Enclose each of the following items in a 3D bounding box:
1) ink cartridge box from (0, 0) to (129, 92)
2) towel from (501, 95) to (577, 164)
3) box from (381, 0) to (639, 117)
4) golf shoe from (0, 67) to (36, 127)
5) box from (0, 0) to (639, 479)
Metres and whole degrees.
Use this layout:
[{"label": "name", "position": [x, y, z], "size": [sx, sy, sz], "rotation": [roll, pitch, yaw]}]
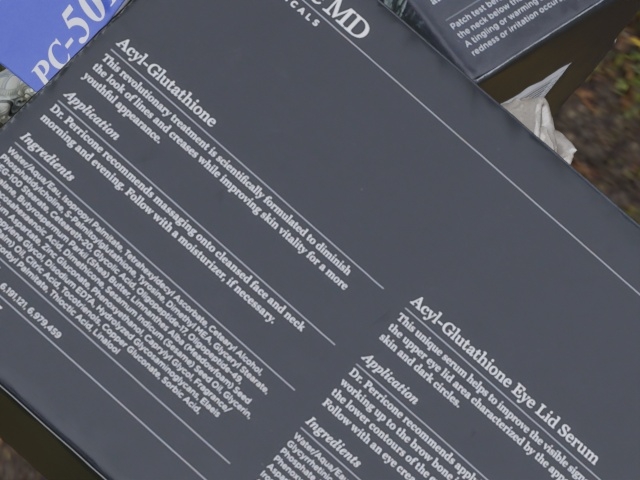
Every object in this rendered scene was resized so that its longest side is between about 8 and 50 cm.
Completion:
[{"label": "ink cartridge box", "position": [-0.143, -0.199, 1.093], "size": [0.097, 0.046, 0.207], "rotation": [39, 101, -4]}, {"label": "towel", "position": [0.014, 0.021, 1.031], "size": [0.282, 0.187, 0.049], "rotation": [-9, 149, 23]}, {"label": "box", "position": [0.056, -0.307, 1.861], "size": [0.297, 0.480, 0.472], "rotation": [-32, 79, -22]}, {"label": "golf shoe", "position": [-0.252, -0.151, 1.590], "size": [0.176, 0.086, 0.069], "rotation": [-15, 142, 31]}, {"label": "box", "position": [0.007, 0.041, 0.586], "size": [0.261, 0.103, 0.184], "rotation": [42, 73, 3]}]
